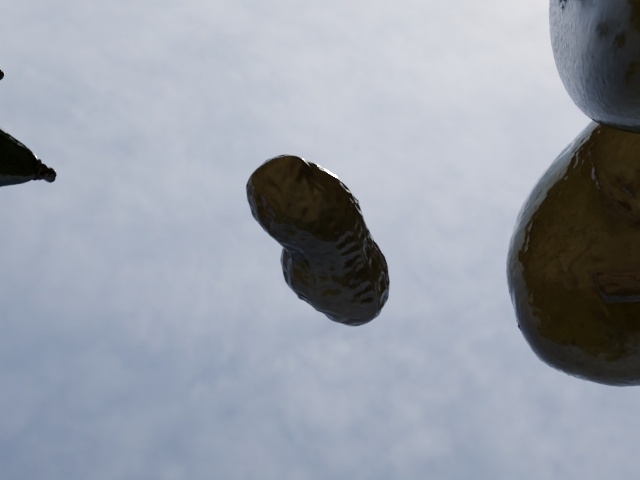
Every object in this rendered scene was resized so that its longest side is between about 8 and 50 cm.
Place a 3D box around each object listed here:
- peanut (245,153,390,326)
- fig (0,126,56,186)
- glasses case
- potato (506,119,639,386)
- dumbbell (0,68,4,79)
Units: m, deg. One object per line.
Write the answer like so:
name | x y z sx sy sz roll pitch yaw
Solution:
peanut | 0.000 0.000 0.671 0.054 0.113 0.054 -20 -143 16
fig | -0.287 -0.073 0.991 0.177 0.117 0.117 2 -134 -11
glasses case | 0.228 -0.168 0.875 0.141 0.173 0.371 4 -158 4
potato | 0.306 -0.058 1.282 0.296 0.290 0.397 -19 -107 21
dumbbell | -0.324 -0.187 1.146 0.069 0.147 0.069 -18 -129 23
